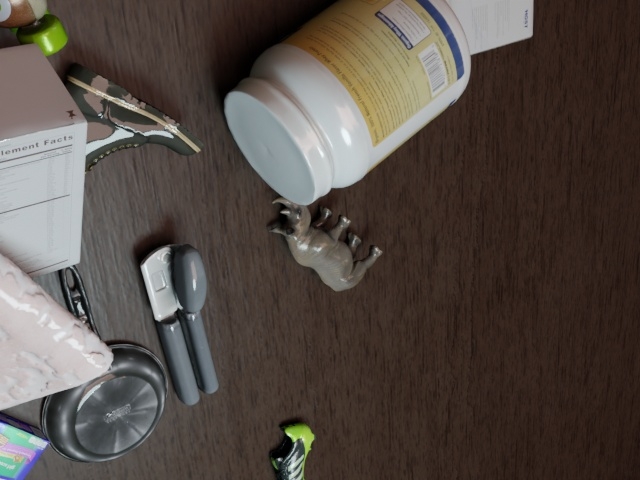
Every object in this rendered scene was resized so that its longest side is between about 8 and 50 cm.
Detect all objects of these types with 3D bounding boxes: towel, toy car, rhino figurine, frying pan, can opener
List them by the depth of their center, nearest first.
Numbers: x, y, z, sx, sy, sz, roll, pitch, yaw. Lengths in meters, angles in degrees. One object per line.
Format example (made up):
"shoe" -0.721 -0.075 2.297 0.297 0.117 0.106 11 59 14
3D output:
"toy car" -0.401 -0.259 0.840 0.188 0.149 0.155 -30 134 -13
"towel" -0.454 0.095 0.859 0.317 0.053 0.332 -23 130 16
"frying pan" -0.299 0.189 1.148 0.197 0.053 0.326 0 109 -40
"can opener" -0.205 0.132 1.176 0.074 0.093 0.280 -26 126 -30
"rhino figurine" 0.000 0.000 1.296 0.243 0.073 0.106 40 77 -39

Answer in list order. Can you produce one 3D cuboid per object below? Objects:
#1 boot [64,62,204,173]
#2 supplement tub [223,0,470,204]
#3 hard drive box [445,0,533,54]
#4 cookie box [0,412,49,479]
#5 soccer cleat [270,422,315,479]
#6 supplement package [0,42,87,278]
"boot" -0.269 -0.128 1.039 0.198 0.077 0.137 29 92 -29
"supplement tub" 0.039 -0.219 1.139 0.316 0.228 0.228 -40 127 -21
"hard drive box" 0.257 -0.418 1.331 0.232 0.089 0.181 -22 119 -31
"cookie box" -0.445 0.299 1.072 0.107 0.040 0.092 -55 132 -7
"soccer cleat" -0.060 0.418 1.423 0.072 0.060 0.179 7 96 -30
"supplement package" -0.353 -0.075 0.871 0.139 0.134 0.244 -20 151 -33
